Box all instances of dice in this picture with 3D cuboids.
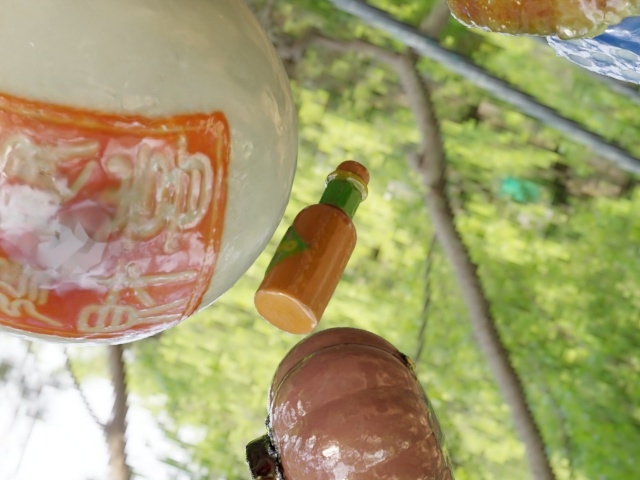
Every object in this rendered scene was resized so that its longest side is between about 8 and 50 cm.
[{"bbox_3d":[0.317,-0.252,1.644,0.143,0.146,0.146,18,172,23],"label":"dice"}]

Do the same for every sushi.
[{"bbox_3d":[0.201,-0.266,1.379,0.274,0.184,0.139,9,133,41],"label":"sushi"}]

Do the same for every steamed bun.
[{"bbox_3d":[-0.200,-0.067,1.334,0.374,0.374,0.241,20,-154,-19],"label":"steamed bun"}]

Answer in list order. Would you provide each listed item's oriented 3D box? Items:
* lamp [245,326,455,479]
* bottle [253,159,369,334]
[{"bbox_3d":[0.033,0.260,1.963,0.239,0.305,0.305,-22,178,3],"label":"lamp"},{"bbox_3d":[0.000,0.000,1.530,0.069,0.187,0.069,18,144,13],"label":"bottle"}]
